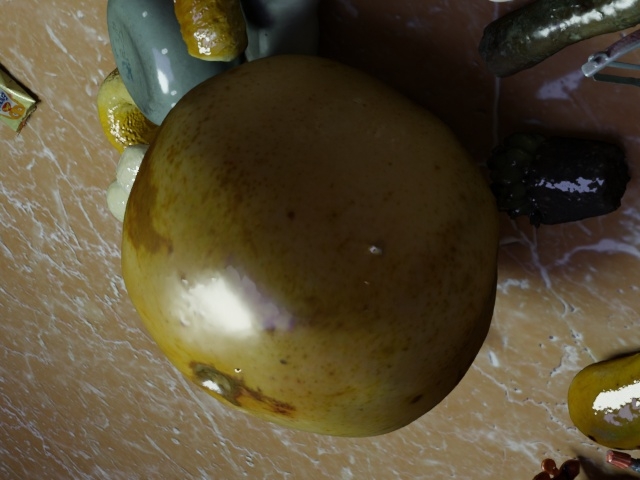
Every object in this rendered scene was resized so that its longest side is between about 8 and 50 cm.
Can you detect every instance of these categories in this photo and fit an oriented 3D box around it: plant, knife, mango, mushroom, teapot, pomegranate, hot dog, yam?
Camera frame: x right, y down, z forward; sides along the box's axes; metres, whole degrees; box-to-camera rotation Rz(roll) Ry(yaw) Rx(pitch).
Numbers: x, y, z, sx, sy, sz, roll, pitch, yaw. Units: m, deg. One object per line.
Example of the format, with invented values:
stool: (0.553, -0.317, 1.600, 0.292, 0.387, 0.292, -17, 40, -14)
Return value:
plant: (0.236, -0.062, 1.139, 0.143, 0.092, 0.094, 5, 144, 33)
knife: (0.347, -0.190, 0.892, 0.278, 0.123, 0.053, -20, 83, 44)
mango: (0.363, 0.183, 1.283, 0.178, 0.090, 0.115, -28, 101, 46)
mushroom: (-0.035, -0.268, 1.173, 0.109, 0.097, 0.351, 31, 149, 12)
teapot: (-0.161, -0.225, 1.287, 0.193, 0.130, 0.294, 18, 127, 64)
pomegranate: (0.000, 0.000, 1.171, 0.417, 0.416, 0.416, 26, 143, 22)
hot dog: (-0.132, -0.323, 1.146, 0.088, 0.061, 0.285, -12, 99, 27)
yam: (0.245, -0.207, 0.991, 0.061, 0.061, 0.253, 52, 144, -15)

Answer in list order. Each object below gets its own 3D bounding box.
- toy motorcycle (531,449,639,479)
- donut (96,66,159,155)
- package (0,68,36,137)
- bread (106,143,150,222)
toy motorcycle: (0.380, 0.345, 1.387, 0.221, 0.147, 0.326, 18, 159, -14)
donut: (-0.233, -0.157, 1.504, 0.146, 0.078, 0.181, 0, 127, 41)
package: (-0.490, -0.224, 1.718, 0.120, 0.031, 0.108, 46, 146, -6)
bread: (-0.142, -0.028, 1.497, 0.316, 0.054, 0.316, 14, 148, 9)
